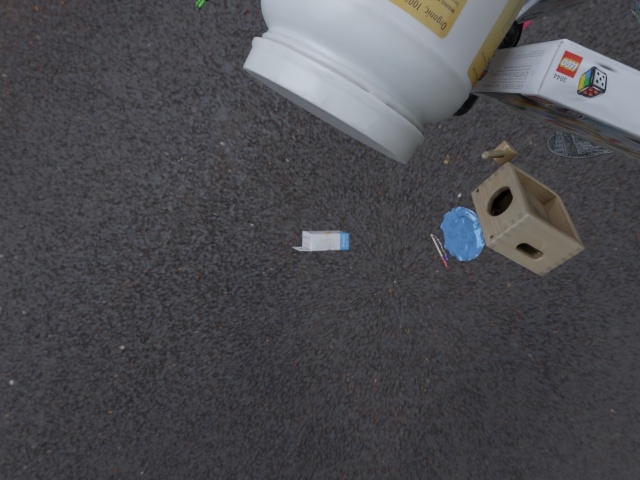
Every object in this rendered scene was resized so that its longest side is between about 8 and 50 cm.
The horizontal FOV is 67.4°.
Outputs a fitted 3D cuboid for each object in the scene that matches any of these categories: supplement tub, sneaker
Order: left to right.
[{"bbox_3d":[0.083,-0.258,0.465,0.228,0.228,0.316,32,100,10],"label":"supplement tub"},{"bbox_3d":[0.914,-0.337,1.565,0.296,0.178,0.123,4,105,39],"label":"sneaker"}]

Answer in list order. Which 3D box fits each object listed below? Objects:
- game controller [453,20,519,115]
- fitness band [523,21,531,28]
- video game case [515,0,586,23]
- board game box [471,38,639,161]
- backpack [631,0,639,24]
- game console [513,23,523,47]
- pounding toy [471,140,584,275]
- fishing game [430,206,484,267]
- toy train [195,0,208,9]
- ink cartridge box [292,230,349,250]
[{"bbox_3d":[0.423,-0.511,1.389,0.166,0.319,0.067,23,46,-5],"label":"game controller"},{"bbox_3d":[0.737,-0.924,1.803,0.209,0.054,0.290,30,90,-21],"label":"fitness band"},{"bbox_3d":[0.768,-0.764,1.428,0.329,0.300,0.036,-21,89,-17],"label":"video game case"},{"bbox_3d":[0.329,-0.128,0.516,0.305,0.193,0.053,19,107,-8],"label":"board game box"},{"bbox_3d":[0.929,-0.638,1.225,0.225,0.191,0.253,-22,106,21],"label":"backpack"},{"bbox_3d":[0.564,-0.764,1.752,0.361,0.044,0.213,4,119,-13],"label":"game console"},{"bbox_3d":[0.301,-0.070,0.786,0.181,0.206,0.094,25,131,-22],"label":"pounding toy"},{"bbox_3d":[0.481,-0.023,1.622,0.041,0.264,0.189,-12,69,-32],"label":"fishing game"},{"bbox_3d":[-0.290,-0.612,1.211,0.083,0.017,0.023,-25,65,43],"label":"toy train"},{"bbox_3d":[0.000,0.000,1.712,0.181,0.104,0.061,-2,97,-19],"label":"ink cartridge box"}]
